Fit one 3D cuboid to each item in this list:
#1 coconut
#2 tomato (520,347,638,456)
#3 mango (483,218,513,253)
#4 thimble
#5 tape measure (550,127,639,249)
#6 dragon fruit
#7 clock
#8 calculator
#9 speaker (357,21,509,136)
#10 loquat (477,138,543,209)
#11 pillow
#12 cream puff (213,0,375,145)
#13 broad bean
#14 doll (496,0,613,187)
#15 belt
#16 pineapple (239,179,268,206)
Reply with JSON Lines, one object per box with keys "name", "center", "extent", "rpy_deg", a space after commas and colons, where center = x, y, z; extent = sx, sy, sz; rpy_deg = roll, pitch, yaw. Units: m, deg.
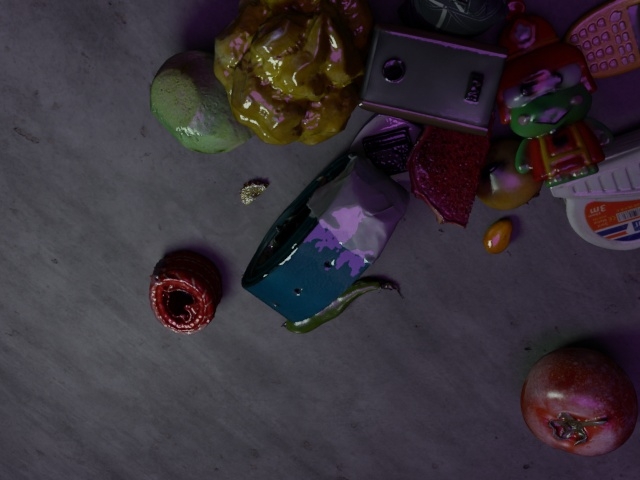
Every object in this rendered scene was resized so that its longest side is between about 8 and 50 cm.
{"name": "coconut", "center": [-0.228, -0.278, 1.390], "extent": [0.235, 0.236, 0.205], "rpy_deg": [-4, 89, 11]}
{"name": "tomato", "center": [0.629, 0.384, 1.662], "extent": [0.270, 0.227, 0.270], "rpy_deg": [15, 127, 22]}
{"name": "mango", "center": [0.406, -0.011, 1.556], "extent": [0.060, 0.046, 0.089], "rpy_deg": [27, 109, -11]}
{"name": "thimble", "center": [-0.333, 0.132, 1.703], "extent": [0.163, 0.125, 0.190], "rpy_deg": [-10, 120, 11]}
{"name": "tape measure", "center": [0.625, -0.108, 1.417], "extent": [0.258, 0.130, 0.265], "rpy_deg": [-20, 122, 22]}
{"name": "dragon fruit", "center": [0.240, -0.169, 1.394], "extent": [0.161, 0.126, 0.274], "rpy_deg": [16, 86, -15]}
{"name": "clock", "center": [0.149, -0.192, 1.468], "extent": [0.198, 0.064, 0.172], "rpy_deg": [-12, 120, 14]}
{"name": "calculator", "center": [0.579, -0.393, 1.299], "extent": [0.234, 0.032, 0.146], "rpy_deg": [-20, 117, 21]}
{"name": "speaker", "center": [0.198, -0.286, 1.233], "extent": [0.230, 0.192, 0.153], "rpy_deg": [14, 102, 7]}
{"name": "loquat", "center": [0.390, -0.135, 1.424], "extent": [0.163, 0.137, 0.163], "rpy_deg": [2, 106, 7]}
{"name": "pillow", "center": [0.223, -0.400, 1.180], "extent": [0.161, 0.335, 0.093], "rpy_deg": [11, 100, -3]}
{"name": "cream puff", "center": [-0.022, -0.339, 1.236], "extent": [0.291, 0.324, 0.257], "rpy_deg": [34, 162, -20]}
{"name": "broad bean", "center": [0.041, 0.166, 1.712], "extent": [0.318, 0.056, 0.098], "rpy_deg": [-19, 117, 16]}
{"name": "doll", "center": [0.425, -0.284, 1.304], "extent": [0.182, 0.160, 0.363], "rpy_deg": [-18, 96, 24]}
{"name": "belt", "center": [0.000, 0.001, 1.458], "extent": [0.173, 0.300, 0.436], "rpy_deg": [33, 137, -12]}
{"name": "pineapple", "center": [-0.161, -0.115, 1.586], "extent": [0.083, 0.019, 0.045], "rpy_deg": [-35, 114, 29]}
